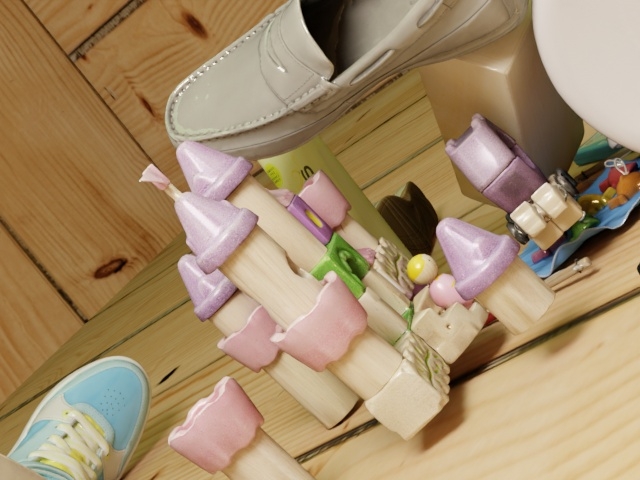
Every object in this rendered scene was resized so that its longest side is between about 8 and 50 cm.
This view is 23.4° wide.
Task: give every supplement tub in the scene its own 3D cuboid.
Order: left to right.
[{"bbox_3d":[0.324,-0.229,1.216,0.241,0.241,0.331,-32,10,38],"label":"supplement tub"}]

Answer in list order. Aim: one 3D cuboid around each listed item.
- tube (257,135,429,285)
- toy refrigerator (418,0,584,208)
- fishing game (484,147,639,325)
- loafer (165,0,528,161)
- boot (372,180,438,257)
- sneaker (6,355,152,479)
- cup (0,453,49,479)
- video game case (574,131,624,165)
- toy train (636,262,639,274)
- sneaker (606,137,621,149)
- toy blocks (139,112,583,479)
[{"bbox_3d":[0.017,-0.020,1.399,0.070,0.240,0.062,-36,6,12],"label":"tube"},{"bbox_3d":[0.155,-0.128,1.329,0.102,0.094,0.269,-63,-23,-16],"label":"toy refrigerator"},{"bbox_3d":[0.221,-0.031,1.289,0.189,0.041,0.264,-34,9,46],"label":"fishing game"},{"bbox_3d":[0.003,-0.155,1.185,0.319,0.112,0.111,-27,-30,23],"label":"loafer"},{"bbox_3d":[0.039,0.018,1.684,0.165,0.077,0.213,-35,4,18],"label":"boot"},{"bbox_3d":[-0.264,0.242,1.610,0.319,0.127,0.208,-53,11,-24],"label":"sneaker"},{"bbox_3d":[-0.355,0.298,1.183,0.331,0.331,0.237,-29,37,50],"label":"cup"},{"bbox_3d":[0.325,-0.134,1.482,0.166,0.015,0.119,-41,9,-17],"label":"video game case"},{"bbox_3d":[0.247,0.011,0.975,0.036,0.027,0.158,-45,9,-19],"label":"toy train"},{"bbox_3d":[0.270,-0.126,1.342,0.051,0.070,0.134,-30,1,37],"label":"sneaker"},{"bbox_3d":[0.000,0.000,1.165,0.309,0.260,0.288,-45,6,14],"label":"toy blocks"}]
